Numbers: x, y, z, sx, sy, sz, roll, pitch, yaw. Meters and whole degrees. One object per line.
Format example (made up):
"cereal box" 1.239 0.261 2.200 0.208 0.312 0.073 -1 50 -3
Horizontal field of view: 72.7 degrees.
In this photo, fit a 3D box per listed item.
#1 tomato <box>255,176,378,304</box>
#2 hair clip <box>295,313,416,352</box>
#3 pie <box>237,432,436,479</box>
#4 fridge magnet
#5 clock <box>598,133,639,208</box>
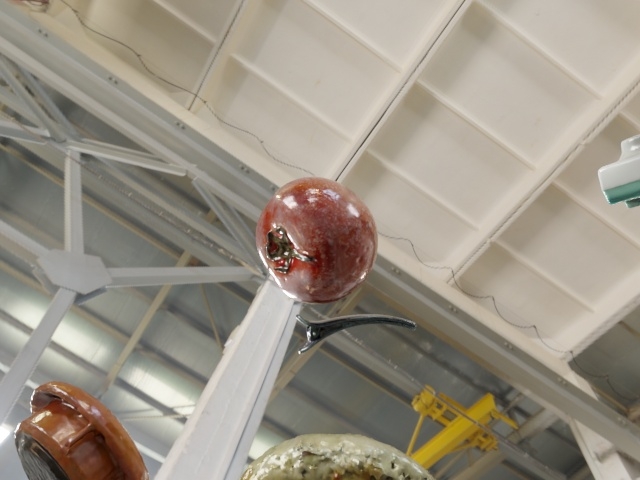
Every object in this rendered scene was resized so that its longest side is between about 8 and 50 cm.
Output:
"tomato" 0.000 0.000 0.925 0.270 0.227 0.269 17 -67 45
"hair clip" 0.084 0.188 0.958 0.276 0.048 0.082 -5 -95 -12
"pie" 0.014 0.301 0.363 0.275 0.055 0.273 0 -93 5
"fridge magnet" -0.522 0.473 0.948 0.364 0.155 0.363 13 -63 27
"clock" 0.593 -0.144 0.675 0.262 0.231 0.116 -23 -103 41
